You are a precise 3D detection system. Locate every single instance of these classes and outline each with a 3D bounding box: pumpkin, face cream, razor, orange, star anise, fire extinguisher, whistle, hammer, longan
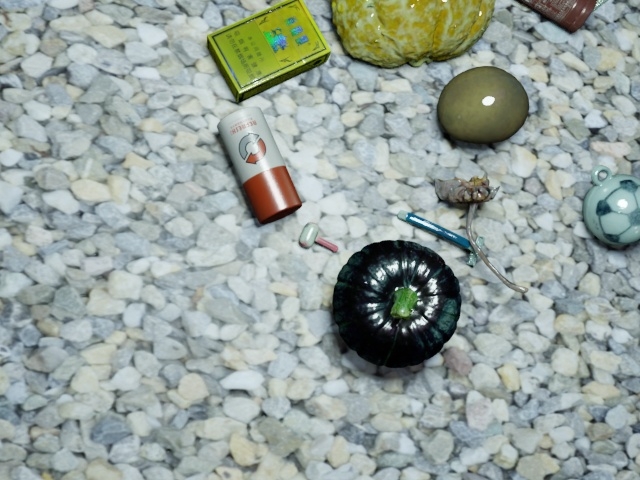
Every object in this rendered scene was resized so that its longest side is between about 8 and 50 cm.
[{"bbox_3d":[0.147,0.117,1.259,0.247,0.248,0.248,2,79,-10],"label":"pumpkin"},{"bbox_3d":[-0.119,-0.147,1.336,0.095,0.096,0.214,-23,85,-13],"label":"face cream"},{"bbox_3d":[0.250,-0.017,1.410,0.191,0.037,0.068,26,77,-5],"label":"razor"},{"bbox_3d":[0.205,-0.520,1.411,0.368,0.210,0.271,-10,84,-9],"label":"orange"},{"bbox_3d":[0.338,-0.021,1.407,0.148,0.218,0.228,-13,106,-47],"label":"star anise"},{"bbox_3d":[0.486,-0.581,1.524,0.269,0.105,0.105,30,76,-3],"label":"fire extinguisher"},{"bbox_3d":[0.654,-0.038,1.437,0.163,0.163,0.290,-38,102,-14],"label":"whistle"},{"bbox_3d":[0.000,0.000,1.366,0.083,0.031,0.053,27,80,-11],"label":"hammer"},{"bbox_3d":[0.339,-0.278,1.410,0.189,0.189,0.189,2,79,-10],"label":"longan"}]

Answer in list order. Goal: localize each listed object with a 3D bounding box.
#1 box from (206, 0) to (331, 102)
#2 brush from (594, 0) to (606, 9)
[{"bbox_3d":[-0.106,-0.397,1.401,0.220,0.064,0.141,-29,86,-12],"label":"box"},{"bbox_3d":[0.593,-0.629,1.599,0.083,0.011,0.205,-37,87,-13],"label":"brush"}]
